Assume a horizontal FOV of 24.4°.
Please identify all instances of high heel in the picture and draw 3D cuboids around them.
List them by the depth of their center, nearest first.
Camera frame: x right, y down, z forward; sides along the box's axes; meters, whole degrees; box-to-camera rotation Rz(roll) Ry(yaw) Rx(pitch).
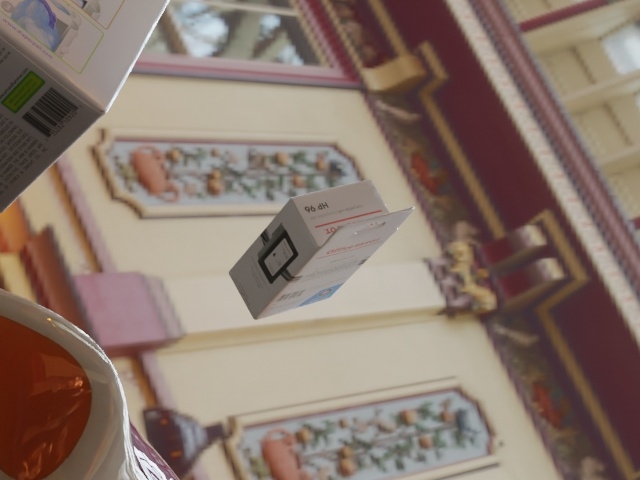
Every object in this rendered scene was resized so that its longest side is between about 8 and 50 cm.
[{"bbox_3d":[-0.179,0.162,1.020,0.377,0.127,0.181,52,-25,-21],"label":"high heel"}]

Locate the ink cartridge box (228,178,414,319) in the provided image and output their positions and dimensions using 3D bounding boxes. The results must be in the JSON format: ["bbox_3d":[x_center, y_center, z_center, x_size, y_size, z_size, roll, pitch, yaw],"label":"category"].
[{"bbox_3d":[0.000,0.000,0.663,0.083,0.048,0.028,-47,-114,47],"label":"ink cartridge box"}]

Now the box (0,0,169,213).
[{"bbox_3d":[-0.156,-0.134,0.832,0.103,0.203,0.114,39,-48,-18],"label":"box"}]
